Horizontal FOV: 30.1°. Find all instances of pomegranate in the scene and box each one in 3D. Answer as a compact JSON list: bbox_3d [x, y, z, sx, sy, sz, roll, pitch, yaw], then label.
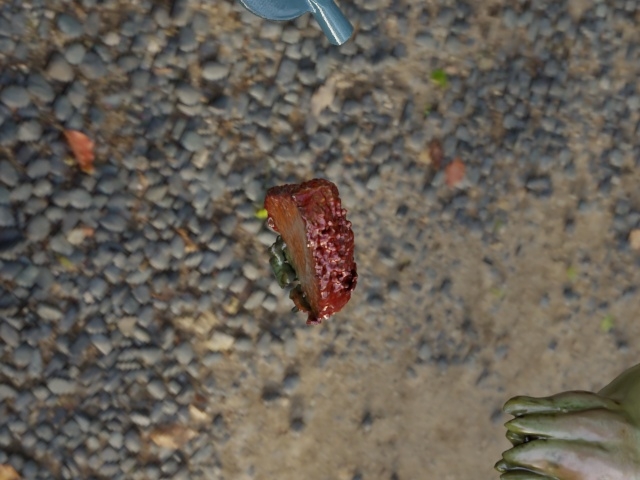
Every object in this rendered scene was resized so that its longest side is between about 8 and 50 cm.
[{"bbox_3d":[0.269,0.172,0.957,0.276,0.204,0.222,29,127,-1],"label":"pomegranate"}]

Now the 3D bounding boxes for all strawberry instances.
[{"bbox_3d":[0.000,0.000,1.596,0.106,0.188,0.286,-22,164,-16],"label":"strawberry"}]

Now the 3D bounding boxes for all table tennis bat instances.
[{"bbox_3d":[-0.036,-0.410,1.768,0.215,0.044,0.329,-53,140,-11],"label":"table tennis bat"}]
